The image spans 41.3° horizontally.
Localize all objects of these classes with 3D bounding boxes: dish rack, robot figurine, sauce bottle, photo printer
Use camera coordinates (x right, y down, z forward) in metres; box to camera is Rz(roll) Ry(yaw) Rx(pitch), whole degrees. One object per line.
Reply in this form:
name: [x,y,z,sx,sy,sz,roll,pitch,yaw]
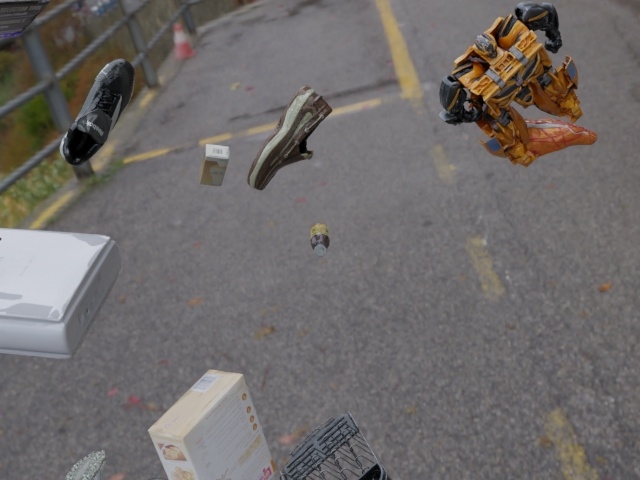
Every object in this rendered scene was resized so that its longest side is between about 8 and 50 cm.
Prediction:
dish rack: [0.014,0.435,1.580,0.208,0.074,0.271,-41,30,2]
robot figurine: [0.282,-0.215,1.215,0.211,0.291,0.085,-45,61,10]
sauce bottle: [0.000,0.000,1.755,0.042,0.042,0.128,-14,19,2]
photo printer: [-0.535,0.083,1.477,0.307,0.107,0.256,4,37,9]

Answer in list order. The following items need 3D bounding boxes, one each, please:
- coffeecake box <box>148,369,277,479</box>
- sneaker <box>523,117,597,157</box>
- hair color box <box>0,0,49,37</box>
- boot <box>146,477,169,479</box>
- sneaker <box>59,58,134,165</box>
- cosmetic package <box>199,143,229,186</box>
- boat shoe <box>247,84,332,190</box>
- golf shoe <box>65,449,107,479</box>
coffeecake box: [-0.149,0.303,1.215,0.068,0.185,0.142,2,30,34]
sneaker: [0.370,-0.168,1.410,0.175,0.067,0.064,2,18,-4]
hair color box: [-0.528,-0.436,1.130,0.110,0.339,0.185,-29,-3,40]
boot: [-0.285,0.608,1.376,0.138,0.284,0.377,8,57,31]
sneaker: [-0.420,-0.234,1.613,0.234,0.078,0.106,-56,22,11]
cosmetic package: [-0.269,-0.189,2.145,0.060,0.115,0.041,5,54,-14]
boat shoe: [-0.062,-0.193,1.770,0.095,0.257,0.095,35,32,2]
golf shoe: [-0.452,0.490,1.634,0.069,0.086,0.176,-10,35,26]
